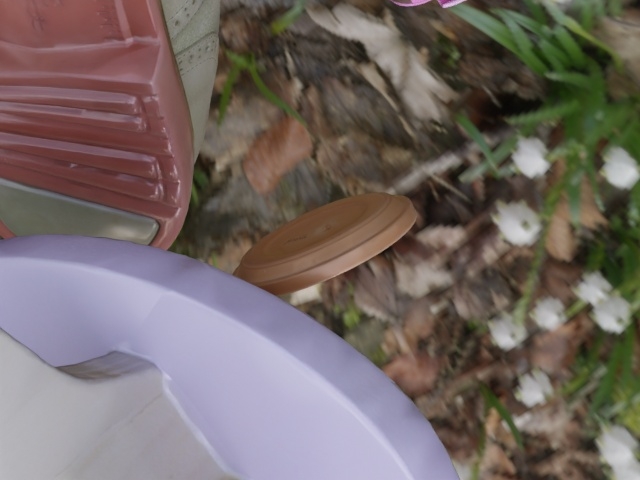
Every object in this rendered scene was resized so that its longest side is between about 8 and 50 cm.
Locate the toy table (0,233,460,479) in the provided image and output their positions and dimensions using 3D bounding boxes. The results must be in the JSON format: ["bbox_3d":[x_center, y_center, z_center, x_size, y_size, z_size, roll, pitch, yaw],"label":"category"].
[{"bbox_3d":[-0.100,0.113,0.658,0.274,0.161,0.252,3,114,31],"label":"toy table"}]

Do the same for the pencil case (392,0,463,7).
[{"bbox_3d":[0.035,-0.238,1.061,0.095,0.098,0.209,-24,134,15],"label":"pencil case"}]

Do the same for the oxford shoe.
[{"bbox_3d":[-0.108,-0.176,0.734,0.141,0.146,0.397,10,132,6],"label":"oxford shoe"}]

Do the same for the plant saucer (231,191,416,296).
[{"bbox_3d":[0.000,0.000,0.731,0.083,0.083,0.013,-25,103,1],"label":"plant saucer"}]
